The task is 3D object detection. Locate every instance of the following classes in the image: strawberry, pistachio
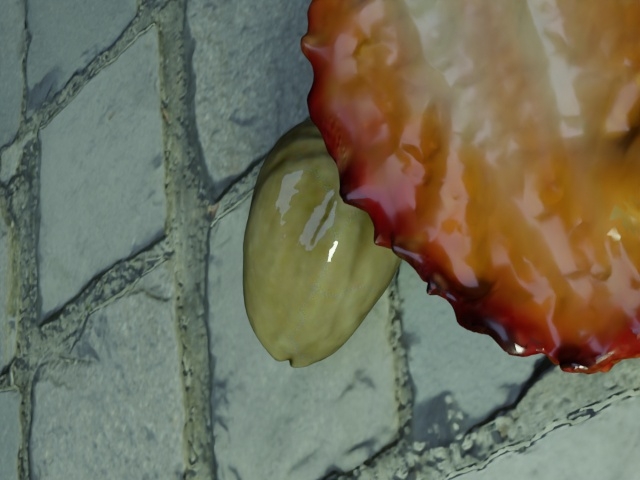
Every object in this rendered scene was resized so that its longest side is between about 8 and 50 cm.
[{"bbox_3d":[0.135,-0.081,0.814,0.265,0.149,0.336,-35,60,31],"label":"strawberry"},{"bbox_3d":[0.000,0.000,0.978,0.126,0.108,0.186,-114,41,-72],"label":"pistachio"}]
